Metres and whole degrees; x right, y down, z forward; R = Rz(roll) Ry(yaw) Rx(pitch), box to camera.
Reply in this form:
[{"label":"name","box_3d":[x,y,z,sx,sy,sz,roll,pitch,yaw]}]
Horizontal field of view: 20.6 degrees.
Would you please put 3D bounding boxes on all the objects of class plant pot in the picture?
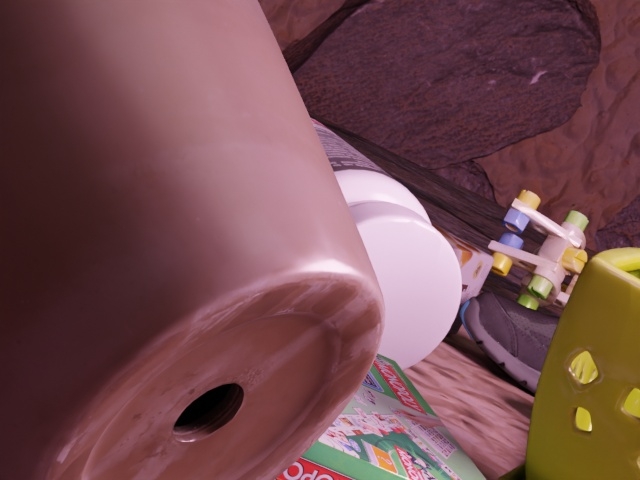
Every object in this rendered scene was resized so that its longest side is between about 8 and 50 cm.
[{"label":"plant pot","box_3d":[0.254,0.147,1.212,0.228,0.207,0.227,29,10,17]},{"label":"plant pot","box_3d":[-0.121,-0.014,0.840,0.280,0.323,0.323,50,18,27]}]

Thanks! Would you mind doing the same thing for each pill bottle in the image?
[{"label":"pill bottle","box_3d":[0.000,0.000,1.500,0.161,0.161,0.283,23,9,-26]}]

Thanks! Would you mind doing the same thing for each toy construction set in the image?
[{"label":"toy construction set","box_3d":[0.370,0.078,2.241,0.328,0.151,0.215,40,-12,26]}]

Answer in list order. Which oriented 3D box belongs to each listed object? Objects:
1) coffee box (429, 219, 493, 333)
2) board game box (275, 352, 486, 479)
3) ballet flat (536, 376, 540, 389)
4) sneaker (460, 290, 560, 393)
[{"label":"coffee box","box_3d":[0.062,0.019,1.797,0.141,0.098,0.246,30,9,23]},{"label":"board game box","box_3d":[-0.009,0.110,1.187,0.213,0.046,0.317,26,8,-17]},{"label":"ballet flat","box_3d":[0.271,0.173,1.693,0.188,0.070,0.070,26,8,-22]},{"label":"sneaker","box_3d":[0.310,0.122,1.814,0.341,0.139,0.125,26,10,1]}]
